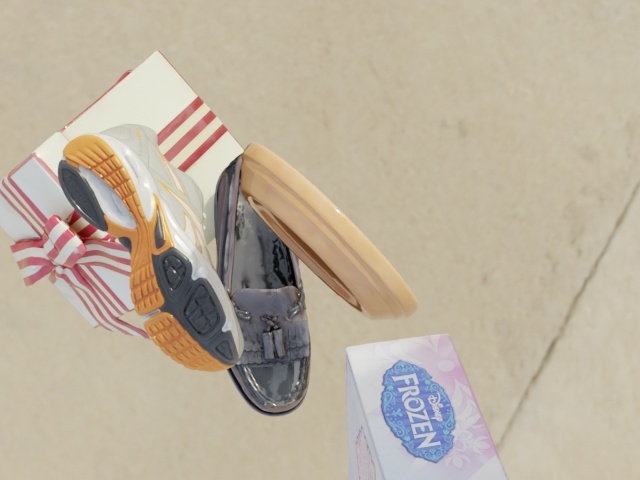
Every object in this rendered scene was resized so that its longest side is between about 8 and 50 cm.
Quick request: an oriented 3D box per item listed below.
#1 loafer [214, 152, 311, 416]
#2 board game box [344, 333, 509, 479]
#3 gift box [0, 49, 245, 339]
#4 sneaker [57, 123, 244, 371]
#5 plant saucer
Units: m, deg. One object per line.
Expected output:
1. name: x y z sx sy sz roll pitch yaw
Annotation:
1. loafer: -0.070 0.044 1.533 0.109 0.095 0.303 -6 75 -9
2. board game box: 0.076 0.272 0.730 0.065 0.318 0.319 -7 128 -8
3. gift box: -0.236 -0.038 1.684 0.276 0.258 0.255 48 150 -5
4. sneaker: -0.136 -0.002 1.313 0.099 0.121 0.262 -23 100 33
5. plant saucer: 0.000 0.000 1.148 0.200 0.200 0.037 44 83 4
